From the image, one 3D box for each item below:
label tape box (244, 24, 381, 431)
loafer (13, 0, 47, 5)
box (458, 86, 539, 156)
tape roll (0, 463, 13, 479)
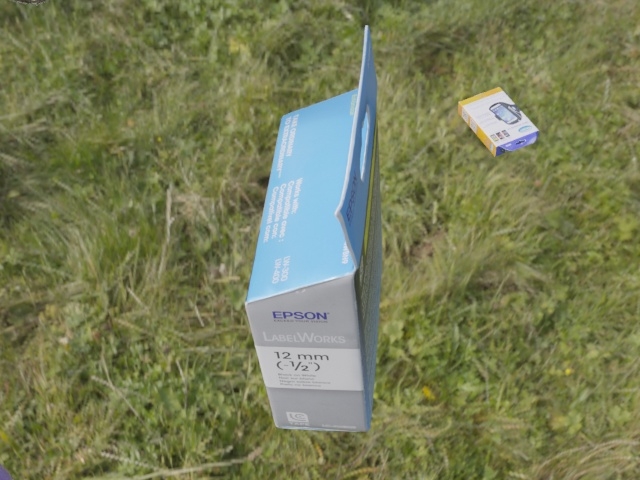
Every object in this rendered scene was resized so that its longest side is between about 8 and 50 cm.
[{"bbox_3d":[0.000,0.000,0.831,0.115,0.347,0.249,0,50,9],"label":"label tape box"},{"bbox_3d":[-0.377,-0.262,0.798,0.102,0.092,0.268,5,3,37],"label":"loafer"},{"bbox_3d":[0.295,-0.191,1.356,0.081,0.028,0.136,-21,55,-11],"label":"box"},{"bbox_3d":[-0.469,0.326,0.986,0.189,0.080,0.189,-13,42,12],"label":"tape roll"}]
